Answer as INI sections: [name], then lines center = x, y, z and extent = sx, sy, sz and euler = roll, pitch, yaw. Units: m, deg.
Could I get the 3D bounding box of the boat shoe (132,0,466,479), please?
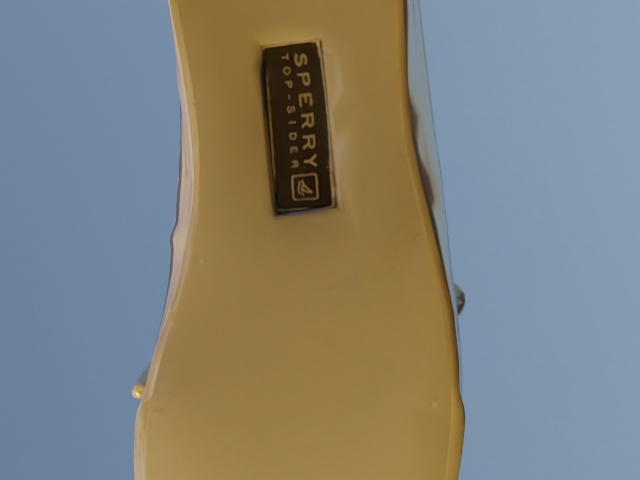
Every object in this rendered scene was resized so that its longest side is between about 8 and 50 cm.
[boat shoe]
center = -0.009, -0.001, 0.662
extent = 0.156, 0.135, 0.367
euler = 7, -102, -83
